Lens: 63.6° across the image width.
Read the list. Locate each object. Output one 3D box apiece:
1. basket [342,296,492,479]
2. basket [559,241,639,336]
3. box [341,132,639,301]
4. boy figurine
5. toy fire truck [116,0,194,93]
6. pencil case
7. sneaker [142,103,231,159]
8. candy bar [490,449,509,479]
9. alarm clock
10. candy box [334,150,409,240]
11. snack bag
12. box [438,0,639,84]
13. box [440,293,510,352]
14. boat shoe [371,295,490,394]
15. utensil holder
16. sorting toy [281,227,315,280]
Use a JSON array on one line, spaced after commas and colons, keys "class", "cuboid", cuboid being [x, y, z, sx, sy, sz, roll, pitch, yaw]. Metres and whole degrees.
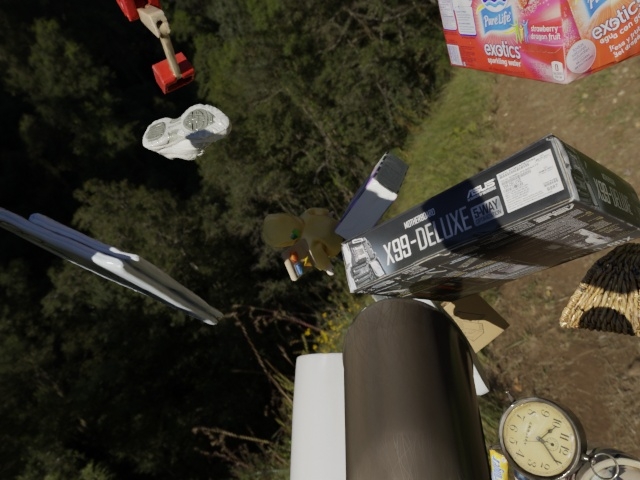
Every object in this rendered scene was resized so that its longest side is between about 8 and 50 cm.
[{"class": "basket", "cuboid": [0.096, 0.203, 0.527, 0.154, 0.204, 0.227, -14, 23, 12]}, {"class": "basket", "cuboid": [0.795, 0.114, 1.382, 0.299, 0.213, 0.223, -11, 6, -39]}, {"class": "box", "cuboid": [0.221, -0.002, 0.671, 0.307, 0.242, 0.076, -29, 62, 41]}, {"class": "boy figurine", "cuboid": [0.000, 0.000, 1.216, 0.092, 0.285, 0.177, 128, 144, -50]}, {"class": "toy fire truck", "cuboid": [-0.214, -0.284, 0.638, 0.047, 0.135, 0.192, -30, -6, -14]}, {"class": "pencil case", "cuboid": [0.513, 0.485, 1.015, 0.183, 0.160, 0.410, -52, -11, -9]}, {"class": "sneaker", "cuboid": [-0.289, -0.240, 1.193, 0.232, 0.115, 0.090, -4, 67, 27]}, {"class": "candy bar", "cuboid": [0.349, 0.455, 1.003, 0.040, 0.161, 0.018, 15, 44, 35]}, {"class": "alarm clock", "cuboid": [0.379, 0.330, 0.837, 0.192, 0.064, 0.129, 15, 86, 46]}, {"class": "candy box", "cuboid": [0.122, -0.101, 1.208, 0.165, 0.070, 0.196, -54, 3, 32]}, {"class": "snack bag", "cuboid": [-0.346, 0.027, 0.796, 0.342, 0.323, 0.037, 19, 74, 18]}, {"class": "box", "cuboid": [0.247, -0.273, 0.593, 0.123, 0.128, 0.257, -23, 26, -4]}, {"class": "box", "cuboid": [0.390, 0.225, 1.389, 0.164, 0.201, 0.021, -44, 27, 12]}, {"class": "boat shoe", "cuboid": [0.240, 0.212, 1.139, 0.119, 0.335, 0.121, -36, 1, 15]}, {"class": "utensil holder", "cuboid": [0.083, 0.504, 1.353, 0.327, 0.327, 0.385, -15, 65, 41]}, {"class": "sorting toy", "cuboid": [-0.041, 0.022, 0.916, 0.012, 0.083, 0.062, -4, 24, 45]}]
